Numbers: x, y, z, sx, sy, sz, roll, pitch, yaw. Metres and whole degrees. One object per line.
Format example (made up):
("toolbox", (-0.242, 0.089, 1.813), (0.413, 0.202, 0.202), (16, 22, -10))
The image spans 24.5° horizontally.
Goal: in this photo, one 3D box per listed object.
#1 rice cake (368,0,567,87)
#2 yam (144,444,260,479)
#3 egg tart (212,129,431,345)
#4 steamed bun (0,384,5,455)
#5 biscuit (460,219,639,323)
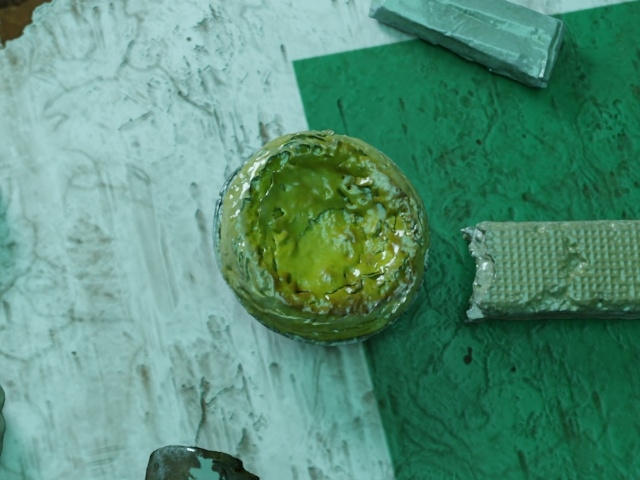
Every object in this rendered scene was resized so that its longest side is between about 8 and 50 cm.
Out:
("rice cake", (0.163, -0.250, 1.661), (0.226, 0.040, 0.085), (23, 74, -2))
("yam", (-0.128, 0.346, 1.423), (0.131, 0.131, 0.279), (9, 73, -6))
("egg tart", (0.000, 0.000, 1.542), (0.234, 0.094, 0.234), (3, 74, -12))
("steamed bun", (-0.394, 0.174, 1.438), (0.183, 0.106, 0.182), (2, 77, -8))
("biscuit", (0.270, 0.034, 1.591), (0.239, 0.062, 0.108), (-1, 76, -8))
